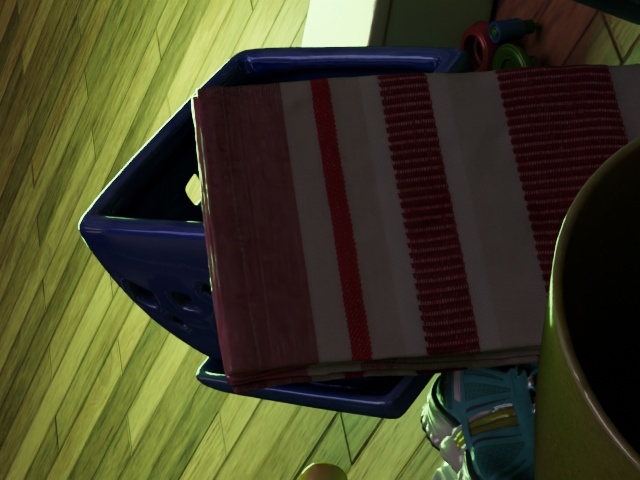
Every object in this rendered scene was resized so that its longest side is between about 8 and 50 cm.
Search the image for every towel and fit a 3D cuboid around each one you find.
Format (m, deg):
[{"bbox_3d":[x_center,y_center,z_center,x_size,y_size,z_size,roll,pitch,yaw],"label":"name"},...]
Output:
[{"bbox_3d":[0.087,-0.016,1.264,0.037,0.329,0.237,95,169,-55],"label":"towel"}]

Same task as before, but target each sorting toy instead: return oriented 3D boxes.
[{"bbox_3d":[0.153,-0.148,1.513,0.102,0.042,0.061,44,138,49],"label":"sorting toy"}]

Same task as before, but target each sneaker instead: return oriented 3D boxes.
[{"bbox_3d":[0.148,0.137,1.337,0.110,0.107,0.275,-65,26,13],"label":"sneaker"}]

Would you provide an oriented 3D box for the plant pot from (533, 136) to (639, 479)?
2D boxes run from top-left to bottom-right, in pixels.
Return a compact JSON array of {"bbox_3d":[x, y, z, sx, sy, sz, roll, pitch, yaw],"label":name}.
[{"bbox_3d":[0.225,0.127,1.007,0.293,0.275,0.274,102,163,-52],"label":"plant pot"}]

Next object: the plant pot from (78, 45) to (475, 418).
[{"bbox_3d":[0.000,0.000,1.455,0.236,0.212,0.236,4,43,39],"label":"plant pot"}]

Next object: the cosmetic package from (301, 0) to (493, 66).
[{"bbox_3d":[0.070,-0.220,1.631,0.160,0.113,0.309,-165,84,-67],"label":"cosmetic package"}]

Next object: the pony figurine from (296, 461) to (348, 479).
[{"bbox_3d":[-0.021,0.405,1.429,0.363,0.303,0.351,-87,18,-54],"label":"pony figurine"}]

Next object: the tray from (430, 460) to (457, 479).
[{"bbox_3d":[0.118,0.276,1.438,0.270,0.030,0.145,-115,39,-53],"label":"tray"}]

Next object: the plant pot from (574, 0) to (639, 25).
[{"bbox_3d":[0.228,-0.263,1.232,0.166,0.165,0.234,30,102,65],"label":"plant pot"}]
